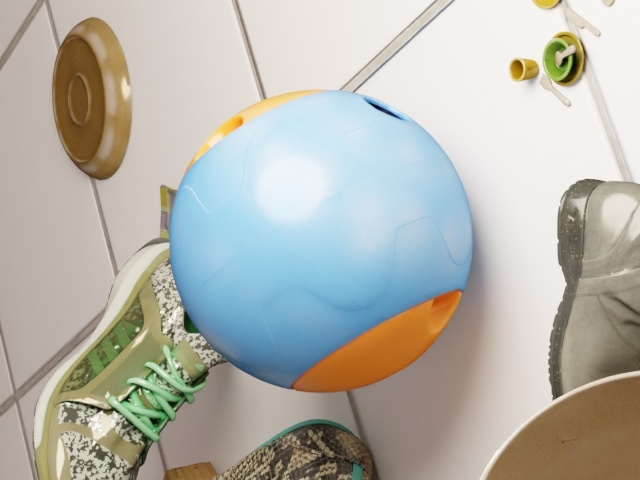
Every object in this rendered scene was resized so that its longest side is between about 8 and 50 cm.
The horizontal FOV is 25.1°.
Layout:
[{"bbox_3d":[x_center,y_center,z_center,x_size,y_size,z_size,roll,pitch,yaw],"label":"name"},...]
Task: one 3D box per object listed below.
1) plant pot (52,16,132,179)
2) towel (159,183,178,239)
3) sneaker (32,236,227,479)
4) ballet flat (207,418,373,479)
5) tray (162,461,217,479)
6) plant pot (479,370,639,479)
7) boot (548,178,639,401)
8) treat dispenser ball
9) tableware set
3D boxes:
[{"bbox_3d":[-0.339,-0.205,2.086,0.236,0.032,0.236,13,105,56],"label":"plant pot"},{"bbox_3d":[-0.201,-0.032,1.922,0.060,0.009,0.083,21,113,53],"label":"towel"},{"bbox_3d":[-0.197,0.154,1.693,0.182,0.158,0.410,-14,44,42],"label":"sneaker"},{"bbox_3d":[-0.131,0.363,1.640,0.483,0.164,0.182,-32,39,36],"label":"ballet flat"},{"bbox_3d":[-0.107,0.502,1.813,0.411,0.076,0.203,56,138,37],"label":"tray"},{"bbox_3d":[0.261,0.266,1.070,0.284,0.284,0.191,53,171,38],"label":"plant pot"},{"bbox_3d":[0.269,0.067,1.160,0.161,0.083,0.246,7,103,50],"label":"boot"},{"bbox_3d":[0.000,0.000,1.363,0.288,0.288,0.288,14,107,55],"label":"treat dispenser ball"},{"bbox_3d":[0.204,-0.203,1.259,0.104,0.024,0.154,50,135,41],"label":"tableware set"}]
